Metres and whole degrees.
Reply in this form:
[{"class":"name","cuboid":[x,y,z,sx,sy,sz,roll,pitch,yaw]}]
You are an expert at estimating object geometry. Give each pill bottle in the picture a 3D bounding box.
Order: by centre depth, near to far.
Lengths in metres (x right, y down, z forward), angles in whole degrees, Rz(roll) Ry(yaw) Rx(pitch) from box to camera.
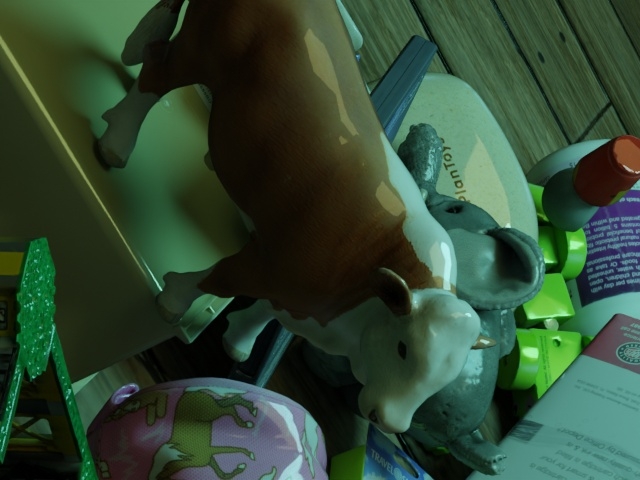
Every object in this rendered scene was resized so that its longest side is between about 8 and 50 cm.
[{"class":"pill bottle","cuboid":[0.329,0.051,1.546,0.169,0.169,0.301,29,43,-45]}]

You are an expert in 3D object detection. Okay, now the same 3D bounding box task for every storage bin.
[{"class":"storage bin","cuboid":[-0.148,-0.072,0.947,0.262,0.123,0.260,59,30,-10]}]

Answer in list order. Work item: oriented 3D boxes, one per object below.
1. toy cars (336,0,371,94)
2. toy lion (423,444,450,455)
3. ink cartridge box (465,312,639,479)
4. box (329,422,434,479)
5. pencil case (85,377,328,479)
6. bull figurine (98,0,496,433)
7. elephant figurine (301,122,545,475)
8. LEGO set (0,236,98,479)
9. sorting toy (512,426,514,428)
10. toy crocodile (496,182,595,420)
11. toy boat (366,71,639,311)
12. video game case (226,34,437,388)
[{"class":"toy cars","cuboid":[-0.005,-0.147,1.113,0.176,0.087,0.393,61,6,3]},{"class":"toy lion","cuboid":[0.097,0.150,1.260,0.100,0.034,0.096,-3,78,-58]},{"class":"ink cartridge box","cuboid":[0.259,0.212,1.139,0.283,0.207,0.117,-42,133,-28]},{"class":"box","cuboid":[0.048,0.248,1.096,0.109,0.042,0.178,45,35,-32]},{"class":"pencil case","cuboid":[-0.061,0.272,0.789,0.167,0.160,0.386,53,26,-53]},{"class":"bull figurine","cuboid":[-0.019,-0.028,0.805,0.101,0.188,0.310,3,66,-56]},{"class":"elephant figurine","cuboid":[0.109,0.038,1.144,0.239,0.169,0.186,-50,114,-23]},{"class":"LEGO set","cuboid":[-0.217,0.156,0.573,0.255,0.192,0.331,87,5,-59]},{"class":"sorting toy","cuboid":[0.291,0.303,1.265,0.307,0.229,0.041,24,-3,4]},{"class":"toy crocodile","cuboid":[0.222,0.079,1.441,0.115,0.105,0.340,2,62,-20]},{"class":"toy boat","cuboid":[0.162,-0.037,1.335,0.318,0.148,0.267,-9,73,-23]},{"class":"video game case","cuboid":[0.000,0.000,1.007,0.026,0.274,0.196,27,34,4]}]
